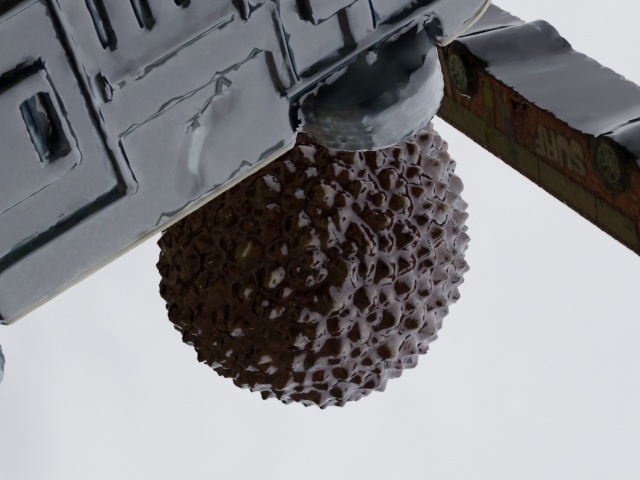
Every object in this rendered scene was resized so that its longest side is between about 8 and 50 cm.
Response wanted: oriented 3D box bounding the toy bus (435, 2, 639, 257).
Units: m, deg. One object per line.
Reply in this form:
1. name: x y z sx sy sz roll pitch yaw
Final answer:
1. toy bus: 0.188 -0.093 1.353 0.409 0.093 0.092 43 -33 55

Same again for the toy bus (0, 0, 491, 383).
1. toy bus: -0.120 -0.089 0.653 0.202 0.365 0.177 42 -23 41

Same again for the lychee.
1. lychee: 0.000 0.000 1.000 0.188 0.188 0.188 5 -84 64
